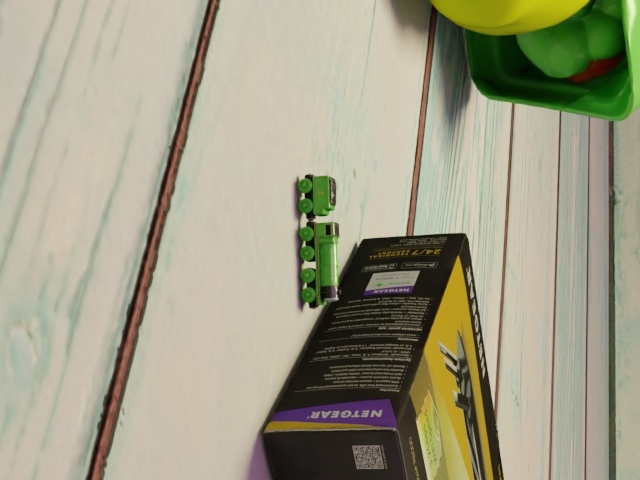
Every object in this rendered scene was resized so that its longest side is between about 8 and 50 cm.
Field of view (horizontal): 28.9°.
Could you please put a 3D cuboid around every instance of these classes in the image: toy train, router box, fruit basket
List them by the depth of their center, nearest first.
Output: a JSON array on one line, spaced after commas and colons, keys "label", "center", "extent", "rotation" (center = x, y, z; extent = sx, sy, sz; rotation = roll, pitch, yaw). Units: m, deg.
[{"label": "toy train", "center": [0.000, 0.000, 0.756], "extent": [0.017, 0.024, 0.083], "rotation": [13, 74, -72]}, {"label": "router box", "center": [0.063, 0.184, 0.822], "extent": [0.243, 0.081, 0.309], "rotation": [-61, 143, -59]}, {"label": "fruit basket", "center": [0.189, -0.287, 1.145], "extent": [0.392, 0.283, 0.392], "rotation": [-8, 106, -30]}]
